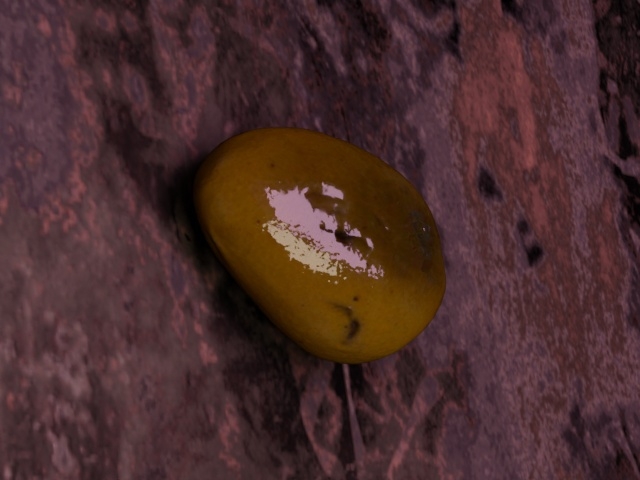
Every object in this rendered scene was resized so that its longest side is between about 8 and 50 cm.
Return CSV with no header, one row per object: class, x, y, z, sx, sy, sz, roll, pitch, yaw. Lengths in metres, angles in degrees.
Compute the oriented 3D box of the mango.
mango,0.000,0.000,1.235,0.195,0.098,0.137,27,59,-42
